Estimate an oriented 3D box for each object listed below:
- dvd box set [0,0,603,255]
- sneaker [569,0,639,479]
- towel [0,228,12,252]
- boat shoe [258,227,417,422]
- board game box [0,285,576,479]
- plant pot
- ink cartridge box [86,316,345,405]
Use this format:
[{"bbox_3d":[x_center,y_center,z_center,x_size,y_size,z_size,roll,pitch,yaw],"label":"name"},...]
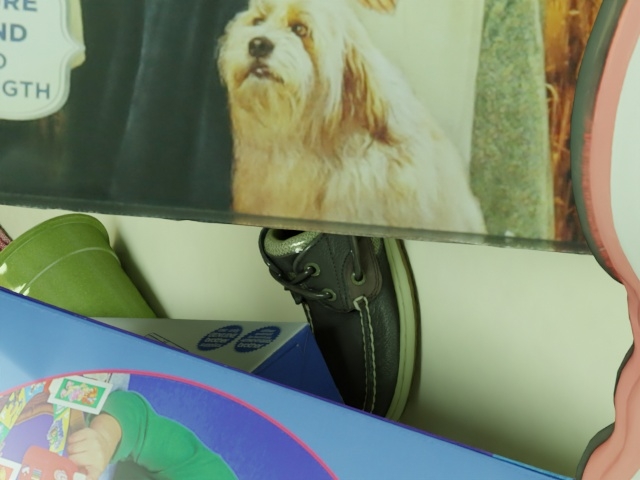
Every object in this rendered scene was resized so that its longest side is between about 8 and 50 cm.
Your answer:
[{"bbox_3d":[-0.026,-0.212,0.436,0.062,0.307,0.420,-70,-15,-73],"label":"dvd box set"},{"bbox_3d":[0.142,0.034,0.405,0.136,0.116,0.314,25,124,39],"label":"sneaker"},{"bbox_3d":[-0.142,0.161,0.882,0.329,0.037,0.237,42,131,42],"label":"towel"},{"bbox_3d":[0.000,0.000,0.628,0.056,0.049,0.152,-4,95,53],"label":"boat shoe"},{"bbox_3d":[-0.079,0.205,0.513,0.233,0.078,0.347,18,82,11],"label":"board game box"},{"bbox_3d":[-0.110,0.044,0.783,0.079,0.083,0.083,42,131,27],"label":"plant pot"},{"bbox_3d":[-0.070,0.083,0.683,0.207,0.046,0.097,-1,119,46],"label":"ink cartridge box"}]
